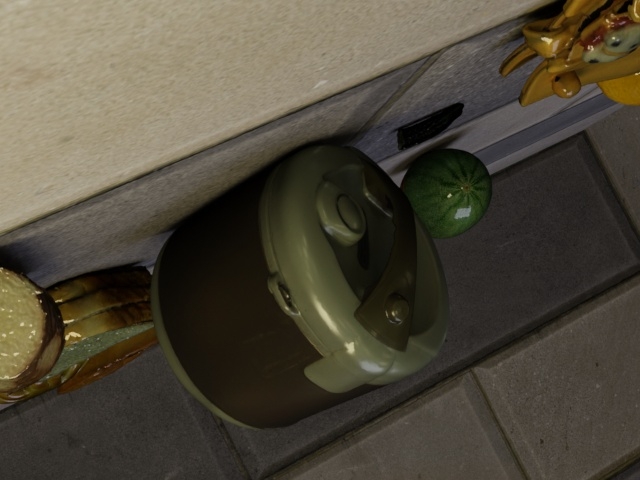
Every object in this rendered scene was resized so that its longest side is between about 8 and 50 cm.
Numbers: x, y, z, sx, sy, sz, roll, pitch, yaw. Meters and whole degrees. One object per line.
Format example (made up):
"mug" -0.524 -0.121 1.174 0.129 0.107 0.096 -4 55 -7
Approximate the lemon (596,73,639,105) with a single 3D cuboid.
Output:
"lemon" 0.488 -0.275 1.388 0.187 0.142 0.142 -23 178 30

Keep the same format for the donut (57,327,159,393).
"donut" -0.435 0.212 1.936 0.278 0.108 0.277 -27 176 -2

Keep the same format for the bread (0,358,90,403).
"bread" -0.512 0.226 1.685 0.213 0.104 0.213 -28 179 0

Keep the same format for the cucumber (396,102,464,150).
"cucumber" 0.167 -0.171 1.416 0.135 0.034 0.033 -25 171 -22

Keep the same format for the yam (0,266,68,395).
"yam" -0.334 0.093 0.959 0.128 0.129 0.238 -62 -175 -13

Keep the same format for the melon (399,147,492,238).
"melon" 0.251 -0.094 1.928 0.182 0.182 0.287 -26 174 -13

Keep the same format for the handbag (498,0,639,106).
"handbag" 0.378 -0.266 0.987 0.283 0.133 0.401 -20 174 -17

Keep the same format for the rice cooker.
"rice cooker" -0.012 0.058 1.213 0.325 0.335 0.335 -30 175 32

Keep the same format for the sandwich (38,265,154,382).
"sandwich" -0.386 0.135 1.361 0.273 0.095 0.249 -27 173 19
